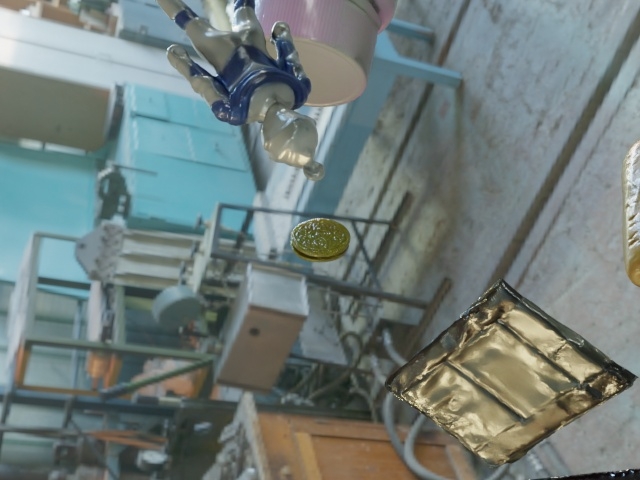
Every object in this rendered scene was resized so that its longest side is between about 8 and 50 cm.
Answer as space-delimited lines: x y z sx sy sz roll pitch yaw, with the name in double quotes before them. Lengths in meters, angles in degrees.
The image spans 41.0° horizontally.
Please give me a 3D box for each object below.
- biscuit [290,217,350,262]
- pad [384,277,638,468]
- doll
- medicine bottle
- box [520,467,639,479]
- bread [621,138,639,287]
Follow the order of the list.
"biscuit" 0.000 0.000 1.195 0.084 0.084 0.023 -109 16 -51
"pad" 0.189 0.148 0.903 0.233 0.174 0.022 -54 1 45
"doll" -0.061 -0.134 0.705 0.227 0.114 0.057 61 151 25
"medicine bottle" -0.003 -0.378 1.287 0.241 0.241 0.302 147 137 -62
"box" 0.450 0.430 1.119 0.264 0.415 0.115 -17 46 36
"bread" 0.594 -0.064 1.505 0.142 0.091 0.305 -33 35 46
